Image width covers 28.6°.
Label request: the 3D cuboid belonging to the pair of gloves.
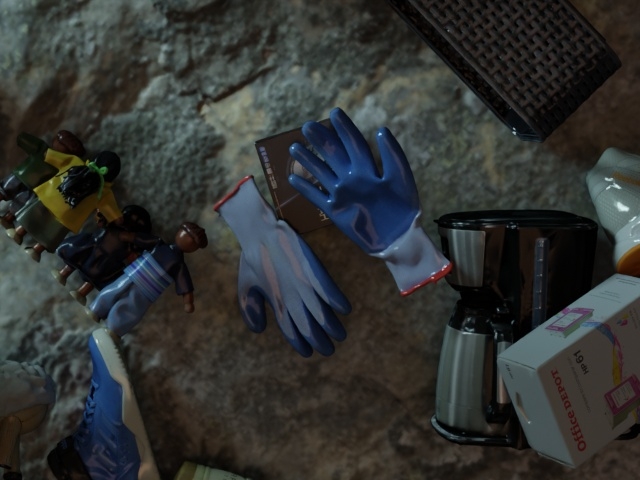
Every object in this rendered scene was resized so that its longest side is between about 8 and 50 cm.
[{"bbox_3d":[0.000,0.000,0.981,0.198,0.023,0.159,-35,85,28],"label":"pair of gloves"}]

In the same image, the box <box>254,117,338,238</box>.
[{"bbox_3d":[-0.010,-0.051,1.015,0.067,0.018,0.083,-17,95,1],"label":"box"}]

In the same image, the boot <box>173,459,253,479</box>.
[{"bbox_3d":[-0.046,0.324,1.016,0.203,0.095,0.262,12,91,-3],"label":"boot"}]

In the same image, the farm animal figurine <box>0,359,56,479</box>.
[{"bbox_3d":[-0.383,0.068,0.897,0.327,0.330,0.172,-6,64,2],"label":"farm animal figurine"}]

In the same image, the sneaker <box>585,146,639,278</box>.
[{"bbox_3d":[0.332,-0.054,0.983,0.262,0.099,0.121,-12,59,-15],"label":"sneaker"}]

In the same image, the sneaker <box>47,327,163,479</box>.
[{"bbox_3d":[-0.185,0.152,1.012,0.085,0.058,0.152,-16,102,-8],"label":"sneaker"}]

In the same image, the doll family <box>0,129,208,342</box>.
[{"bbox_3d":[-0.173,-0.011,0.992,0.111,0.076,0.193,-44,100,-7],"label":"doll family"}]

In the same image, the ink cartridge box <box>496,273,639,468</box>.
[{"bbox_3d":[0.200,0.094,0.913,0.122,0.052,0.088,-31,110,-19],"label":"ink cartridge box"}]

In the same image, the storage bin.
[{"bbox_3d":[0.129,-0.167,0.953,0.084,0.122,0.180,-44,95,4],"label":"storage bin"}]

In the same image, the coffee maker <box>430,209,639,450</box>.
[{"bbox_3d":[0.172,0.065,0.993,0.171,0.120,0.178,-1,97,-25],"label":"coffee maker"}]
